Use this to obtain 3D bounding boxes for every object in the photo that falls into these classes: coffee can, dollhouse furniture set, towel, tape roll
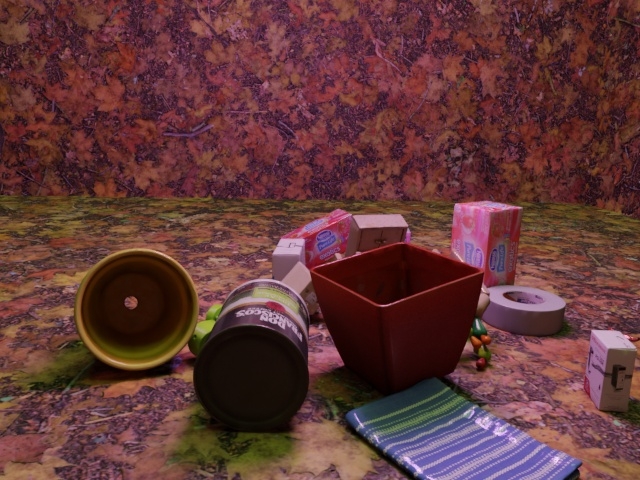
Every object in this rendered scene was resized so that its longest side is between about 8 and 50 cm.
[{"bbox_3d":[-0.122,0.210,1.103,0.201,0.202,0.275,2,13,-1],"label":"coffee can"},{"bbox_3d":[0.196,0.138,1.581,0.361,0.257,0.394,-2,35,-16],"label":"dollhouse furniture set"},{"bbox_3d":[0.230,0.340,0.962,0.243,0.040,0.336,-8,17,-34],"label":"towel"},{"bbox_3d":[0.563,0.191,1.572,0.219,0.073,0.219,2,12,0],"label":"tape roll"}]

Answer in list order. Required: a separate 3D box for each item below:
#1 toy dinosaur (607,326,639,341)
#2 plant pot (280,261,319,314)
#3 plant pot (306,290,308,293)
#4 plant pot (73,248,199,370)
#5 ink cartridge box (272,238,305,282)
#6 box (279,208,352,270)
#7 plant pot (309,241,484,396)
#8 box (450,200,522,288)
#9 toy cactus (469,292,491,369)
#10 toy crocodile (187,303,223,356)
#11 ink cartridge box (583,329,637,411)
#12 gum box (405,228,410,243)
[{"bbox_3d":[0.755,0.241,1.411,0.047,0.090,0.082,13,40,-25],"label":"toy dinosaur"},{"bbox_3d":[-0.040,0.139,1.521,0.109,0.109,0.096,46,-10,-26],"label":"plant pot"},{"bbox_3d":[-0.009,0.142,1.705,0.079,0.084,0.083,-9,11,13],"label":"plant pot"},{"bbox_3d":[-0.421,0.149,1.277,0.253,0.254,0.239,-4,-2,-23],"label":"plant pot"},{"bbox_3d":[-0.096,0.087,1.744,0.085,0.148,0.203,1,12,2],"label":"ink cartridge box"},{"bbox_3d":[0.000,0.000,2.001,0.256,0.123,0.128,-26,20,-12],"label":"box"},{"bbox_3d":[0.160,0.170,1.201,0.267,0.236,0.267,-14,20,-28],"label":"plant pot"},{"bbox_3d":[0.495,0.038,1.710,0.154,0.300,0.142,-6,15,-33],"label":"box"},{"bbox_3d":[0.342,0.186,1.337,0.180,0.112,0.219,-27,65,-39],"label":"toy cactus"},{"bbox_3d":[-0.171,0.205,1.371,0.115,0.105,0.340,11,11,34],"label":"toy crocodile"},{"bbox_3d":[0.583,0.261,1.139,0.056,0.136,0.099,3,13,7],"label":"ink cartridge box"},{"bbox_3d":[0.320,0.001,2.264,0.062,0.107,0.188,2,13,2],"label":"gum box"}]
